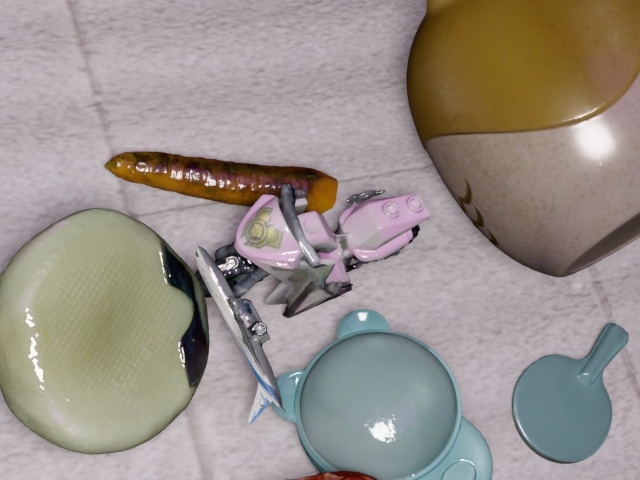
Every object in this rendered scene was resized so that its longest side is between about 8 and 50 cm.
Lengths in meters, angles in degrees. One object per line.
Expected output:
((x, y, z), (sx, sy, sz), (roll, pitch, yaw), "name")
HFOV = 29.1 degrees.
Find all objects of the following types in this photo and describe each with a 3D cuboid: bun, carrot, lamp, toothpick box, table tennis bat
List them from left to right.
((-0.274, 0.112, 1.452), (0.283, 0.179, 0.283), (7, 78, -36), "bun")
((-0.130, -0.083, 1.644), (0.314, 0.066, 0.066), (8, 66, -18), "carrot")
((0.091, 0.233, 1.547), (0.209, 0.147, 0.284), (-41, 88, -16), "lamp")
((0.329, -0.204, 1.676), (0.409, 0.409, 0.425), (-26, 75, -28), "toothpick box")
((0.361, 0.206, 1.734), (0.149, 0.038, 0.237), (41, 64, 0), "table tennis bat")

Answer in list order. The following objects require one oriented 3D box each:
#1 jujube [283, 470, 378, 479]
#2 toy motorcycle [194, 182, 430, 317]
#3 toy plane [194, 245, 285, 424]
((-0.018, 0.352, 1.438), (0.230, 0.155, 0.155), (-8, 70, 1), "jujube")
((0.000, 0.000, 1.588), (0.327, 0.188, 0.143), (-13, 68, -26), "toy motorcycle")
((-0.094, 0.108, 1.487), (0.058, 0.226, 0.226), (-18, 95, -5), "toy plane")
